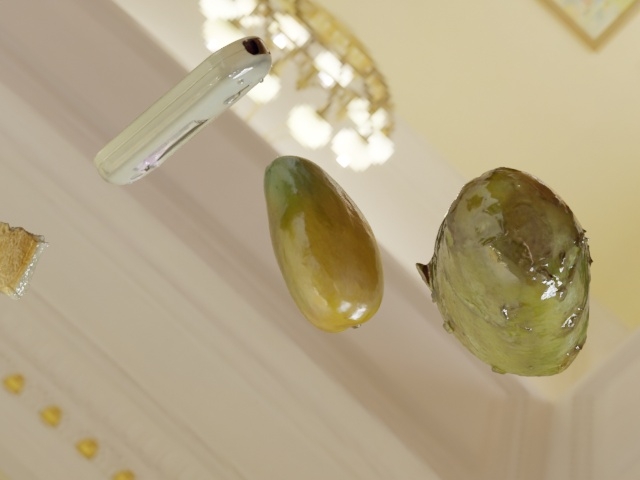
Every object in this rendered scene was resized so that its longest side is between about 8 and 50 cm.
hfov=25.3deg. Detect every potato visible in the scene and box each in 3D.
[{"bbox_3d":[0.103,0.016,0.763,0.105,0.085,0.188,48,172,19],"label":"potato"}]

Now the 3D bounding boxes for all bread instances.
[{"bbox_3d":[-0.319,0.016,1.423,0.083,0.070,0.035,20,176,17],"label":"bread"}]

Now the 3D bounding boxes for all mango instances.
[{"bbox_3d":[0.000,0.000,1.424,0.130,0.092,0.194,2,-125,-59],"label":"mango"}]

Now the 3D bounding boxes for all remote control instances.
[{"bbox_3d":[-0.133,-0.121,1.376,0.042,0.221,0.078,60,-152,9],"label":"remote control"}]
